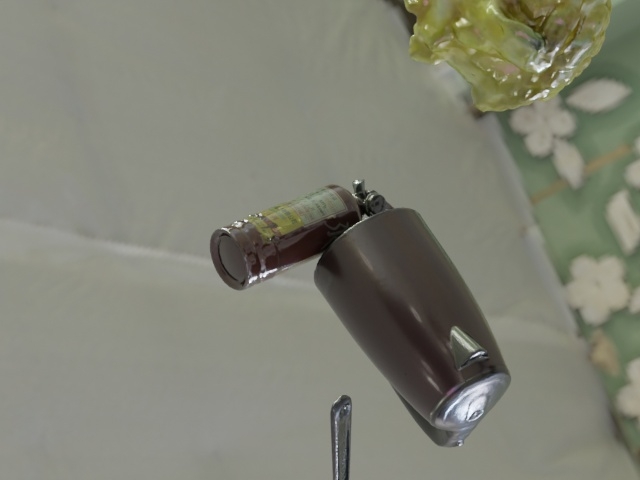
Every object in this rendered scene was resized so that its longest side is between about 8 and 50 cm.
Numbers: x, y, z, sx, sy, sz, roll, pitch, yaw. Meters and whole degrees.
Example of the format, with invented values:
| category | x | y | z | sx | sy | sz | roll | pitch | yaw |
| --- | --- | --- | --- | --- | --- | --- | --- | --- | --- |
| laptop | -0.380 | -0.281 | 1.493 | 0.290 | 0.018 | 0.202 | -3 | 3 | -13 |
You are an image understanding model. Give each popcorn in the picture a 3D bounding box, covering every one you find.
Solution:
| category | x | y | z | sx | sy | sz | roll | pitch | yaw |
| --- | --- | --- | --- | --- | --- | --- | --- | --- | --- |
| popcorn | 0.152 | -0.189 | 1.335 | 0.173 | 0.173 | 0.142 | 28 | -133 | -53 |

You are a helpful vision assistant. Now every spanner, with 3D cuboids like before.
| category | x | y | z | sx | sy | sz | roll | pitch | yaw |
| --- | --- | --- | --- | --- | --- | --- | --- | --- | --- |
| spanner | 0.017 | 0.233 | 1.575 | 0.046 | 0.012 | 0.209 | -35 | -40 | -37 |

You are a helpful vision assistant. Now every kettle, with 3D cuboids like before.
| category | x | y | z | sx | sy | sz | roll | pitch | yaw |
| --- | --- | --- | --- | --- | --- | --- | --- | --- | --- |
| kettle | 0.103 | 0.110 | 1.781 | 0.144 | 0.202 | 0.232 | -17 | -122 | -27 |

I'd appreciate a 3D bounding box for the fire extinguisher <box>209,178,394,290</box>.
| category | x | y | z | sx | sy | sz | roll | pitch | yaw |
| --- | --- | --- | --- | --- | --- | --- | --- | --- | --- |
| fire extinguisher | -0.005 | -0.005 | 1.834 | 0.252 | 0.075 | 0.106 | -23 | -53 | -33 |
